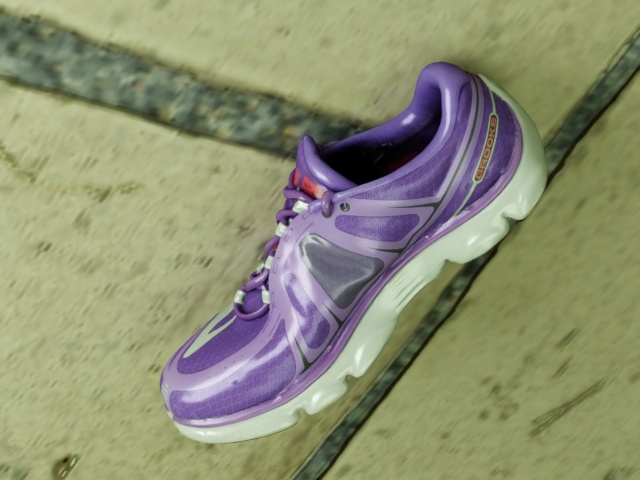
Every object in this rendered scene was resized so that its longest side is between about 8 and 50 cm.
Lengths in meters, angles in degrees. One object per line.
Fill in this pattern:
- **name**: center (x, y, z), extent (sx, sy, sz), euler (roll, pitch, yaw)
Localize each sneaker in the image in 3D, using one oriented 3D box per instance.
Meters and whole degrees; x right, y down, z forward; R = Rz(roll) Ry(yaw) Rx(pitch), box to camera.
- **sneaker**: center (0.000, 0.000, 0.701), extent (0.170, 0.068, 0.071), euler (-45, 124, 5)
